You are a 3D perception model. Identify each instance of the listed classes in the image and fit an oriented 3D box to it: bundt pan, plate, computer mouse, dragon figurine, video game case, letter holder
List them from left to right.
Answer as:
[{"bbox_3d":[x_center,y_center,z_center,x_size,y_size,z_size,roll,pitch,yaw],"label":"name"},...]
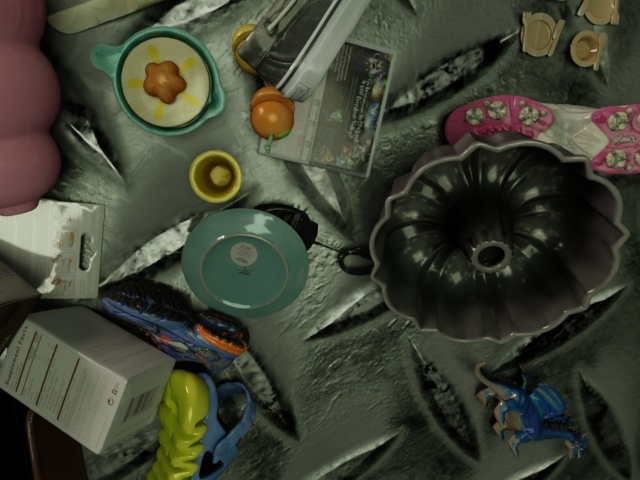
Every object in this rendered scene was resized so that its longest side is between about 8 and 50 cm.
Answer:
[{"bbox_3d":[-0.425,0.367,0.606,0.151,0.214,0.302,-6,102,-9],"label":"letter holder"},{"bbox_3d":[-0.110,0.043,0.673,0.188,0.024,0.188,-1,118,-2],"label":"plate"},{"bbox_3d":[0.000,0.000,0.712,0.242,0.041,0.071,21,105,-21],"label":"computer mouse"},{"bbox_3d":[0.010,-0.203,0.677,0.173,0.022,0.191,11,98,-12],"label":"video game case"},{"bbox_3d":[0.235,-0.010,0.661,0.330,0.124,0.331,4,123,6],"label":"bundt pan"},{"bbox_3d":[0.363,0.279,0.806,0.144,0.085,0.289,-31,106,-3],"label":"dragon figurine"}]

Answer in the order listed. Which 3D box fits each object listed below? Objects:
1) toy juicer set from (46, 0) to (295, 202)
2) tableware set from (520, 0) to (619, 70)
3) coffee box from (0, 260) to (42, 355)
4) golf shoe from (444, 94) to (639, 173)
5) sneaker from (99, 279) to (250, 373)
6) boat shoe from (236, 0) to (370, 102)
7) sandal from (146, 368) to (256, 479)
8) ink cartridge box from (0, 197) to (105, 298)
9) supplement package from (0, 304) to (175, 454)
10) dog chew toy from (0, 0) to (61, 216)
[{"bbox_3d":[-0.170,-0.228,0.592,0.209,0.089,0.329,-41,100,3],"label":"toy juicer set"},{"bbox_3d":[0.395,-0.349,0.722,0.168,0.020,0.141,12,98,-12],"label":"tableware set"},{"bbox_3d":[-0.510,0.045,0.529,0.297,0.119,0.168,37,97,3],"label":"coffee box"},{"bbox_3d":[0.346,-0.158,0.710,0.306,0.140,0.115,9,106,11],"label":"golf shoe"},{"bbox_3d":[-0.218,0.133,0.672,0.221,0.083,0.087,29,107,-10],"label":"sneaker"},{"bbox_3d":[0.010,-0.341,0.568,0.119,0.121,0.335,30,79,-24],"label":"boat shoe"},{"bbox_3d":[-0.180,0.337,0.701,0.138,0.126,0.318,1,113,-42],"label":"sandal"},{"bbox_3d":[-0.404,0.007,0.640,0.179,0.045,0.146,3,100,-30],"label":"ink cartridge box"},{"bbox_3d":[-0.308,0.174,0.612,0.179,0.105,0.105,25,97,15],"label":"supplement package"},{"bbox_3d":[-0.397,-0.189,0.517,0.206,0.206,0.332,-12,110,-8],"label":"dog chew toy"}]
